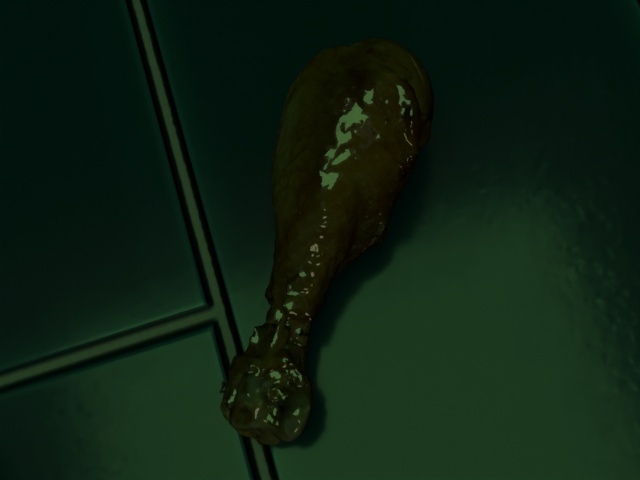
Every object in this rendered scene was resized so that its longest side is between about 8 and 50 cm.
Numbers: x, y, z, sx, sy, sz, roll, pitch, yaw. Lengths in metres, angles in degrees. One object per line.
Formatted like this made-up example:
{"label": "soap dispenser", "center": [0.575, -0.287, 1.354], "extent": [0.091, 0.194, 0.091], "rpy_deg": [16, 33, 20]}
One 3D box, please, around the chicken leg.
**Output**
{"label": "chicken leg", "center": [-0.003, -0.001, 0.539], "extent": [0.087, 0.107, 0.252], "rpy_deg": [19, 85, -6]}
